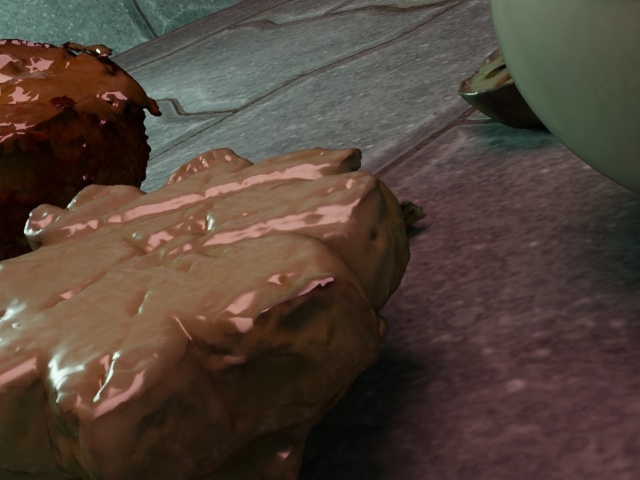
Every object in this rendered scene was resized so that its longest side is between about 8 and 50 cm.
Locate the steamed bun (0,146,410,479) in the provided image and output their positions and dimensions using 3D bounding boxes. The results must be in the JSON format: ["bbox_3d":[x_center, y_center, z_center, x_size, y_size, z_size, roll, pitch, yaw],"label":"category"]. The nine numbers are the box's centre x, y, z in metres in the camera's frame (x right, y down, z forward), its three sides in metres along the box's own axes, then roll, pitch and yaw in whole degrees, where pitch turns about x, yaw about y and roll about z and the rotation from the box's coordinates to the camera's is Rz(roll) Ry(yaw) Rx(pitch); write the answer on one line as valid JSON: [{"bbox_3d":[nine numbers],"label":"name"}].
[{"bbox_3d":[-0.077,0.057,0.472,0.295,0.137,0.292,7,33,39],"label":"steamed bun"}]

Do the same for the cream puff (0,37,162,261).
[{"bbox_3d":[-0.341,-0.071,0.867,0.350,0.229,0.350,2,33,-2],"label":"cream puff"}]

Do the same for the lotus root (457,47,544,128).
[{"bbox_3d":[0.226,-0.156,0.784,0.183,0.078,0.203,-25,15,22],"label":"lotus root"}]

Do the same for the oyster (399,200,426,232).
[{"bbox_3d":[-0.001,-0.001,0.647,0.165,0.053,0.108,-26,2,6],"label":"oyster"}]

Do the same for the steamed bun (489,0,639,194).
[{"bbox_3d":[0.271,-0.168,0.453,0.374,0.334,0.334,-33,25,-30],"label":"steamed bun"}]
